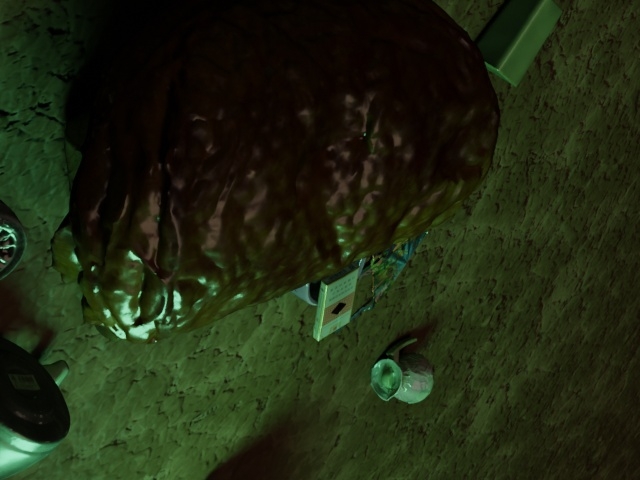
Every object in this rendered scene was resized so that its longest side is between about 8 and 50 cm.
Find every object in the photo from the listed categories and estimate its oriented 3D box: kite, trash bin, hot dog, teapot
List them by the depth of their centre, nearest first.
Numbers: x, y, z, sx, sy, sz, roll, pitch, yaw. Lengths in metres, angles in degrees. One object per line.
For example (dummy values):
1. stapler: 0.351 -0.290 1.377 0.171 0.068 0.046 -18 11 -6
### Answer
1. hot dog: -0.039 -0.060 0.986 0.388 0.174 0.267 -21 137 -40
2. teapot: -0.274 0.137 1.064 0.108 0.149 0.111 -41 115 15
3. trash bin: 0.202 -0.211 1.339 0.092 0.043 0.061 -55 151 7
4. kite: 0.071 0.021 1.465 0.160 0.010 0.183 -36 149 -22
5. teapot: 0.101 0.162 1.633 0.064 0.064 0.083 4 89 -47

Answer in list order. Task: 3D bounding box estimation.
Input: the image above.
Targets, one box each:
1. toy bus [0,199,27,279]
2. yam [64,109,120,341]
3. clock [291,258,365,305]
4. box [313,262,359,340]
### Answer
1. toy bus: -0.300 0.057 0.872 0.153 0.143 0.329 -12 136 -34
2. yam: -0.172 -0.007 1.060 0.057 0.057 0.241 -32 145 -28
3. clock: 0.000 0.000 1.300 0.110 0.050 0.152 -22 141 -40
4. box: 0.015 0.062 1.329 0.046 0.012 0.083 -29 146 -33
